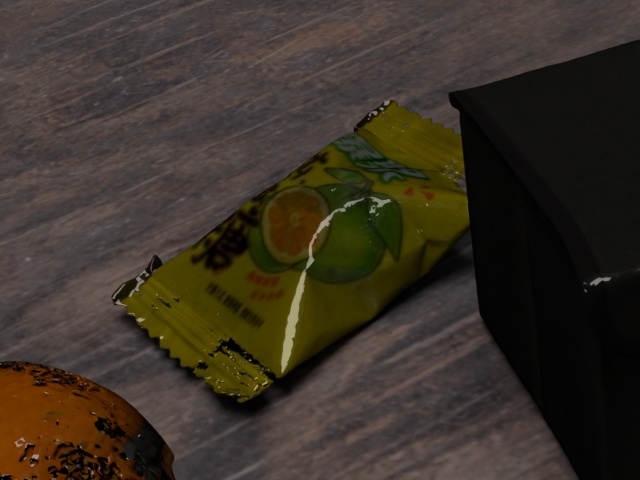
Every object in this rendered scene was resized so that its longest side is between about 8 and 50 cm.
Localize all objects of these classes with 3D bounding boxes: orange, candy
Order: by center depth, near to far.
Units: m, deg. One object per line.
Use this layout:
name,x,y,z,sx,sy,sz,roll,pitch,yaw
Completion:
orange,-0.188,0.177,0.842,0.234,0.182,0.234,-11,46,11
candy,0.000,0.000,1.121,0.297,0.081,0.187,-38,43,-17

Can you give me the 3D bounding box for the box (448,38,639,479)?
box,0.287,-0.003,0.942,0.345,0.204,0.251,-15,35,-7
